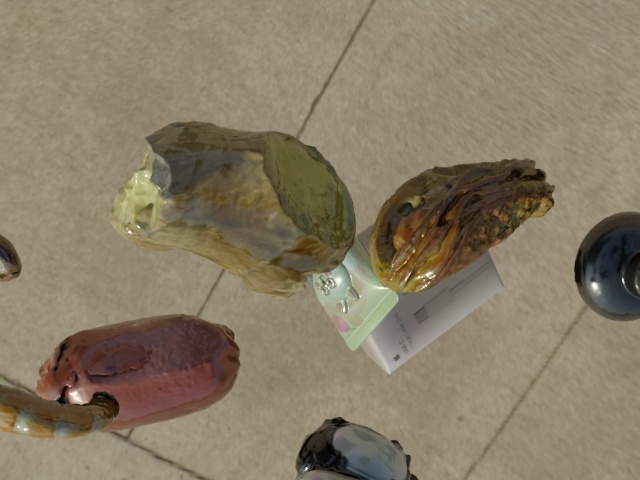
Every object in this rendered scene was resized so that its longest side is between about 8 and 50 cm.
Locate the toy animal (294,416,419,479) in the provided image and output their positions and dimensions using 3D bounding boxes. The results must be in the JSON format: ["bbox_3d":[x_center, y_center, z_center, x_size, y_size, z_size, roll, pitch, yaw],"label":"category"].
[{"bbox_3d":[0.039,0.309,1.131,0.166,0.179,0.138,25,123,-3],"label":"toy animal"}]

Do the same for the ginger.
[{"bbox_3d":[-0.096,-0.027,1.036,0.221,0.130,0.275,-21,136,19],"label":"ginger"}]

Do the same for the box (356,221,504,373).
[{"bbox_3d":[0.148,0.056,1.593,0.252,0.106,0.203,-35,126,-10],"label":"box"}]

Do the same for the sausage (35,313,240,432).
[{"bbox_3d":[-0.249,0.182,1.379,0.280,0.152,0.152,-11,108,-7],"label":"sausage"}]

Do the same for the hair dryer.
[{"bbox_3d":[0.468,-0.025,1.247,0.156,0.320,0.284,6,90,-14],"label":"hair dryer"}]

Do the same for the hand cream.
[{"bbox_3d":[0.000,0.000,1.432,0.306,0.093,0.147,55,137,19],"label":"hand cream"}]

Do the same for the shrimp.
[{"bbox_3d":[-0.324,0.194,1.184,0.161,0.166,0.049,13,98,22],"label":"shrimp"}]

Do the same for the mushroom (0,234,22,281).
[{"bbox_3d":[-0.506,0.021,1.494,0.123,0.052,0.123,7,149,4],"label":"mushroom"}]

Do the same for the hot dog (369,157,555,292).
[{"bbox_3d":[0.165,-0.034,1.222,0.259,0.175,0.114,-28,106,-33],"label":"hot dog"}]
